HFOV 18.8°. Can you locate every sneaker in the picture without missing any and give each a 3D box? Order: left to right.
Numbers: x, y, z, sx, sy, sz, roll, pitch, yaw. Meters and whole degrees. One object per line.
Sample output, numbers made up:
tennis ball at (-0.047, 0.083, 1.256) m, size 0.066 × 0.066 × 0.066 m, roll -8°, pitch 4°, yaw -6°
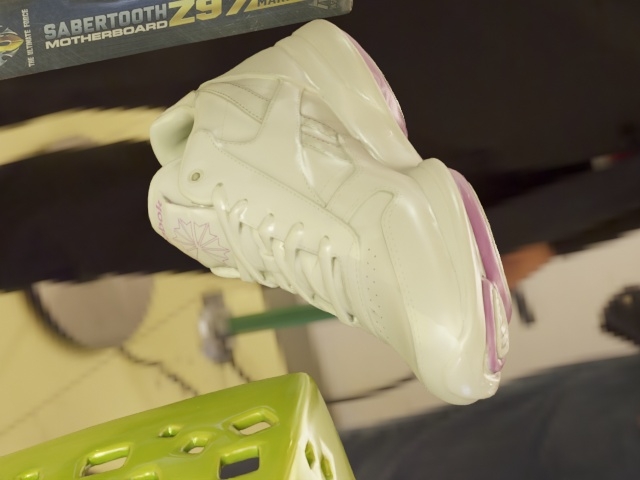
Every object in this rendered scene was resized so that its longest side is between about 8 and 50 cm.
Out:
sneaker at (0.000, 0.000, 1.008) m, size 0.305 × 0.152 × 0.114 m, roll -123°, pitch -166°, yaw -53°

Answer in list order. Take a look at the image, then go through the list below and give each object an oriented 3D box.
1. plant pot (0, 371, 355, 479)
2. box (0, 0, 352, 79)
plant pot at (-0.080, 0.229, 1.047) m, size 0.207 × 0.227 × 0.228 m, roll -80°, pitch 153°, yaw -76°
box at (-0.102, -0.187, 0.895) m, size 0.059 × 0.183 × 0.233 m, roll 92°, pitch -17°, yaw -53°
